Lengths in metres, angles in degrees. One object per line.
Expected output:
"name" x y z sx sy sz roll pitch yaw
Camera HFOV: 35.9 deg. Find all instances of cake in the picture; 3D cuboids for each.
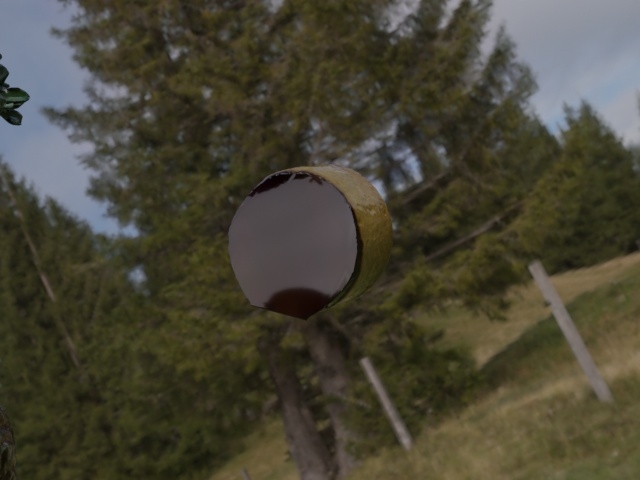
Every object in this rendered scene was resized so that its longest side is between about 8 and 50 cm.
"cake" 0.000 0.000 1.295 0.208 0.185 0.178 -50 -18 14

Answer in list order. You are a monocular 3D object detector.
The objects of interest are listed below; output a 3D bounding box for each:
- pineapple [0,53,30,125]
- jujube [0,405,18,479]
"pineapple" -0.393 -0.129 0.970 0.221 0.083 0.103 -7 -31 25
"jujube" -0.503 0.292 1.281 0.226 0.226 0.317 -25 -17 -17
